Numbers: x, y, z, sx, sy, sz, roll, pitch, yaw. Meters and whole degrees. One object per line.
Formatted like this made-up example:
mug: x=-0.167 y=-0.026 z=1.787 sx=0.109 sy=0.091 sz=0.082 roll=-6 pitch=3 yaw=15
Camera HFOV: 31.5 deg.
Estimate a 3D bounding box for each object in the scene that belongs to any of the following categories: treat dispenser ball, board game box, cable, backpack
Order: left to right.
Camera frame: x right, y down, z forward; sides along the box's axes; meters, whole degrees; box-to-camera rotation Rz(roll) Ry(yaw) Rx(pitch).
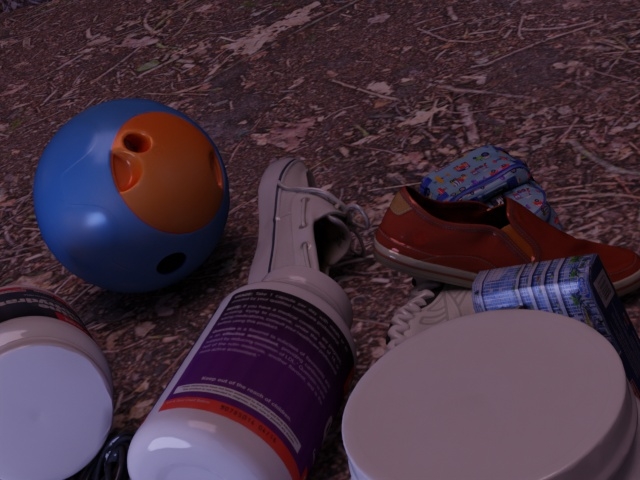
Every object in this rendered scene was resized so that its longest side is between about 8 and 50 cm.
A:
cable: x=-0.239 y=0.283 z=1.224 sx=0.150 sy=0.047 sz=0.184 roll=-55 pitch=8 yaw=1
treat dispenser ball: x=-0.278 y=-0.066 z=1.682 sx=0.288 sy=0.288 sz=0.288 roll=-15 pitch=29 yaw=9
backpack: x=0.229 y=-0.032 z=1.492 sx=0.158 sy=0.117 sz=0.173 roll=-25 pitch=32 yaw=-7
board game box: x=0.236 y=0.119 z=1.194 sx=0.194 sy=0.194 sz=0.060 roll=-13 pitch=25 yaw=42

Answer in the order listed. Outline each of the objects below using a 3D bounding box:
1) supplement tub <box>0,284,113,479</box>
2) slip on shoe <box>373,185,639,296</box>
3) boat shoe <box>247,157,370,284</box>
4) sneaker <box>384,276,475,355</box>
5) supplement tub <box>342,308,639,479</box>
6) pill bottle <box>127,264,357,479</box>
supplement tub: x=-0.359 y=0.171 z=1.384 sx=0.191 sy=0.191 sz=0.272 roll=-28 pitch=19 yaw=-14
slip on shoe: x=0.231 y=0.004 z=1.349 sx=0.331 sy=0.101 sz=0.123 roll=10 pitch=20 yaw=-2
boat shoe: x=-0.003 y=-0.006 z=1.570 sx=0.156 sy=0.136 sz=0.367 roll=-13 pitch=32 yaw=13
sneaker: x=0.146 y=0.114 z=1.304 sx=0.118 sy=0.110 sz=0.292 roll=5 pitch=31 yaw=17
supplement tub: x=0.156 y=0.239 z=0.851 sx=0.235 sy=0.325 sz=0.235 roll=-15 pitch=29 yaw=9
pill bottle: x=-0.069 y=0.170 z=1.259 sx=0.181 sy=0.181 sz=0.323 roll=-4 pitch=32 yaw=26
